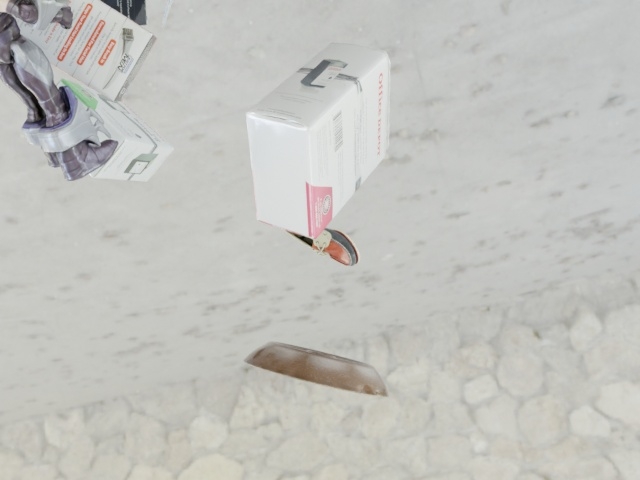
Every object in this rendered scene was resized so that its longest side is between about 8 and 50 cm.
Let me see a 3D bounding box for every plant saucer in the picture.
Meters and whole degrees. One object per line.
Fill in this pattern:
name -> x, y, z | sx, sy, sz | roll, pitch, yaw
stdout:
plant saucer -> -0.003, 0.167, 0.984 | 0.198, 0.036, 0.198 | 13, 173, 2

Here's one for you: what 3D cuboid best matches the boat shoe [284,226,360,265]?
boat shoe -> 0.000, 0.000, 1.090 | 0.043, 0.137, 0.049 | -26, 139, -37

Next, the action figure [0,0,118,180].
action figure -> -0.325, -0.200, 0.779 | 0.185, 0.099, 0.285 | 12, 141, 35

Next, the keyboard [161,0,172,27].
keyboard -> -0.257, -0.437, 1.292 | 0.014, 0.072, 0.256 | 18, 176, -16

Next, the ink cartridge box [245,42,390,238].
ink cartridge box -> 0.005, -0.132, 0.929 | 0.092, 0.218, 0.159 | 18, 132, 24

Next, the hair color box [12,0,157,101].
hair color box -> -0.288, -0.245, 0.866 | 0.167, 0.093, 0.053 | 32, -174, -9

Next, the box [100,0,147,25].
box -> -0.417, -0.485, 1.392 | 0.158, 0.156, 0.093 | -18, -147, -39

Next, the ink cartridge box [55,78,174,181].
ink cartridge box -> -0.504, -0.253, 1.756 | 0.121, 0.211, 0.289 | -48, 175, 9
